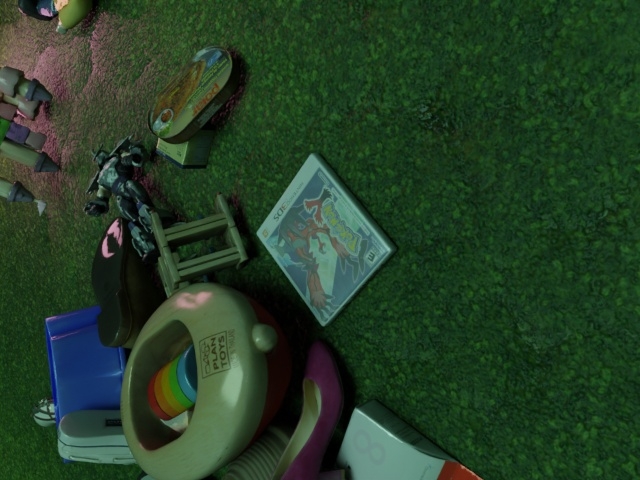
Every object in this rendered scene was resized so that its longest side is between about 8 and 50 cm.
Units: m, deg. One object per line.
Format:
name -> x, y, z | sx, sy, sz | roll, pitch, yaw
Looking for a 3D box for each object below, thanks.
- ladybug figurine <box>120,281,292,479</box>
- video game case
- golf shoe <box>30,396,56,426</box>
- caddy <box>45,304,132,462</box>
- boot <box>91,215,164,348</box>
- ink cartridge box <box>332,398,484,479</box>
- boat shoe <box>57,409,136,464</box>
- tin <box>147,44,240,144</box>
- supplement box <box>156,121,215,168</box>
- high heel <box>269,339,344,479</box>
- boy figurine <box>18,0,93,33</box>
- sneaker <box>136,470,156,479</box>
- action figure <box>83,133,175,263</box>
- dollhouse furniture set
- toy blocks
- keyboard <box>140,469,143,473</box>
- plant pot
ladybug figurine -> -0.190, 0.235, 0.950 | 0.449, 0.161, 0.305 | -33, 59, 43
video game case -> 0.000, 0.000, 0.875 | 0.201, 0.023, 0.183 | 52, 125, 21
golf shoe -> -0.624, 0.423, 1.400 | 0.273, 0.105, 0.120 | -39, 79, 37
caddy -> -0.471, 0.297, 1.208 | 0.241, 0.179, 0.342 | 25, 118, 56
boot -> -0.391, 0.087, 1.164 | 0.112, 0.115, 0.305 | -39, 51, 29
ink cartridge box -> 0.122, 0.369, 0.807 | 0.232, 0.066, 0.189 | 32, 115, 37
boat shoe -> -0.364, 0.388, 1.094 | 0.096, 0.267, 0.088 | -120, 41, -55
tin -> -0.214, -0.245, 0.964 | 0.189, 0.040, 0.106 | -44, 56, 7
supplement box -> -0.245, -0.183, 1.029 | 0.083, 0.056, 0.083 | 32, 115, 32
high heel -> -0.031, 0.268, 0.843 | 0.082, 0.117, 0.244 | 145, 128, -60
boy figurine -> -0.543, -0.534, 1.207 | 0.285, 0.092, 0.177 | 9, 99, 42
sneaker -> -0.267, 0.508, 1.072 | 0.271, 0.108, 0.100 | 12, 109, 36
action figure -> -0.381, -0.093, 1.124 | 0.285, 0.099, 0.185 | 49, 117, 21
dollhouse furniture set -> -0.226, 0.017, 1.024 | 0.129, 0.129, 0.184 | 68, 158, 11
toy blocks -> -0.749, -0.234, 1.362 | 0.309, 0.260, 0.289 | -17, 54, 63
keyboard -> -0.288, 0.554, 1.185 | 0.317, 0.033, 0.202 | -32, 81, 37
plant pot -> -0.088, 0.421, 0.915 | 0.237, 0.109, 0.238 | 13, 106, 53
